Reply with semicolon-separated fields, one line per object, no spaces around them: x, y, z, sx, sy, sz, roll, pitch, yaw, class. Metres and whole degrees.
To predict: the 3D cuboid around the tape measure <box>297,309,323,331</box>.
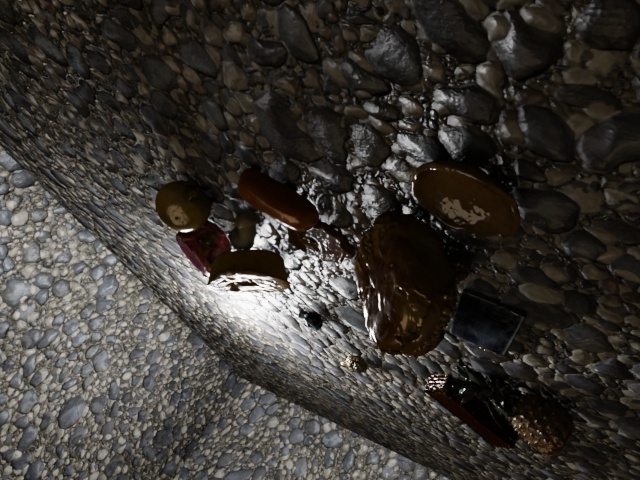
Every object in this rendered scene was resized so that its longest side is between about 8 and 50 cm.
-0.036;0.319;1.856;0.094;0.054;0.091;47;156;-19;tape measure

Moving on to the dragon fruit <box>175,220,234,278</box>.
-0.408;0.011;1.674;0.211;0.147;0.282;30;150;39;dragon fruit

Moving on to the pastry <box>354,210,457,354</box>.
0.185;0.092;1.005;0.162;0.310;0.255;6;140;-20;pastry

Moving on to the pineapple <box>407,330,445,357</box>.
0.212;0.184;1.295;0.278;0.158;0.158;50;150;-9;pineapple

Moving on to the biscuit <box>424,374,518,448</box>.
0.544;0.616;1.692;0.388;0.073;0.107;39;151;-12;biscuit

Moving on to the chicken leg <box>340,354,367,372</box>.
0.134;0.527;2.010;0.085;0.069;0.198;15;164;-17;chicken leg

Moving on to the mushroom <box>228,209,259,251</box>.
-0.243;-0.024;1.496;0.223;0.081;0.092;129;130;-66;mushroom

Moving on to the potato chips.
0.271;-0.084;0.864;0.208;0.061;0.195;23;156;17;potato chips

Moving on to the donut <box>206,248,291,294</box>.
-0.239;0.107;1.568;0.278;0.108;0.277;-3;161;-1;donut

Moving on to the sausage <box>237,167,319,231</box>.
-0.113;-0.101;1.218;0.238;0.098;0.098;30;153;8;sausage

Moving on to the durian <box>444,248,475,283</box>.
0.300;0.062;1.049;0.091;0.080;0.080;23;151;32;durian

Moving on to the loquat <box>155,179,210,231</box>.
-0.431;-0.114;1.482;0.172;0.149;0.204;44;140;-10;loquat

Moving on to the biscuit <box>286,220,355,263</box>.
0.001;-0.002;1.318;0.215;0.034;0.182;22;152;17;biscuit

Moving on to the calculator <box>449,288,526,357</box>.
0.429;0.219;1.228;0.161;0.021;0.261;23;151;20;calculator

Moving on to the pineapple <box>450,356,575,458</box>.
0.561;0.493;1.416;0.365;0.165;0.165;26;153;33;pineapple
